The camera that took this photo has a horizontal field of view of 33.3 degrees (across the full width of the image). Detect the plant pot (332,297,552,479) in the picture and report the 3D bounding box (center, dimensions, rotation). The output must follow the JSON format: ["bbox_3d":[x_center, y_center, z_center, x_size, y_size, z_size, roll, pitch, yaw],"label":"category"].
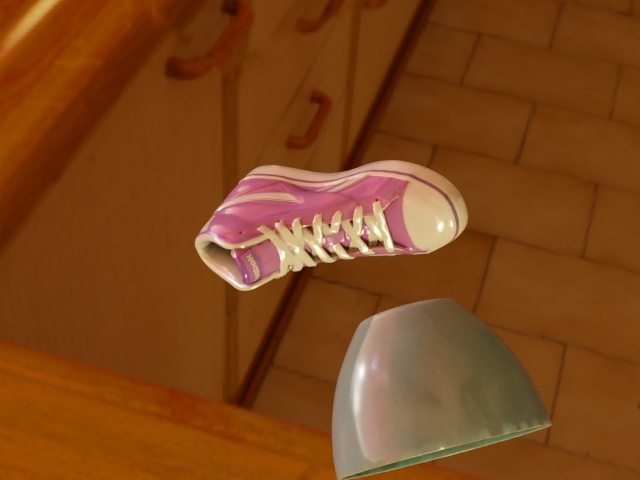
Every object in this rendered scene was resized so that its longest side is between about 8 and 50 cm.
[{"bbox_3d":[0.140,0.189,1.425,0.290,0.290,0.196,-10,76,-15],"label":"plant pot"}]

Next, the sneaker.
[{"bbox_3d":[0.000,0.001,1.078,0.282,0.102,0.161,0,32,35],"label":"sneaker"}]
